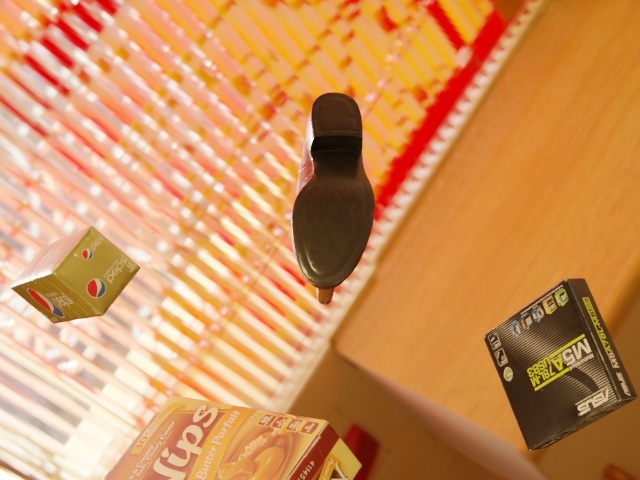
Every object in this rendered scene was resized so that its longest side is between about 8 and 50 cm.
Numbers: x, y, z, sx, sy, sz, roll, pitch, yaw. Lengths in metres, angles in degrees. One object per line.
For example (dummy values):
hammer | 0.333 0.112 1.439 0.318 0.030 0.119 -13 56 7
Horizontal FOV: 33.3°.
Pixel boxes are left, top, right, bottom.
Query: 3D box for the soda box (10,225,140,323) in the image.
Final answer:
soda box | -0.238 0.036 1.021 0.061 0.058 0.181 43 -24 -17

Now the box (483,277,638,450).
box | 0.330 0.175 1.499 0.045 0.184 0.190 1 -30 -35

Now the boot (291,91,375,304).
boot | 0.000 0.000 1.328 0.096 0.264 0.280 -2 -33 -7

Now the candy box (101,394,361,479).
candy box | -0.123 0.291 1.273 0.316 0.183 0.088 -1 -48 48
